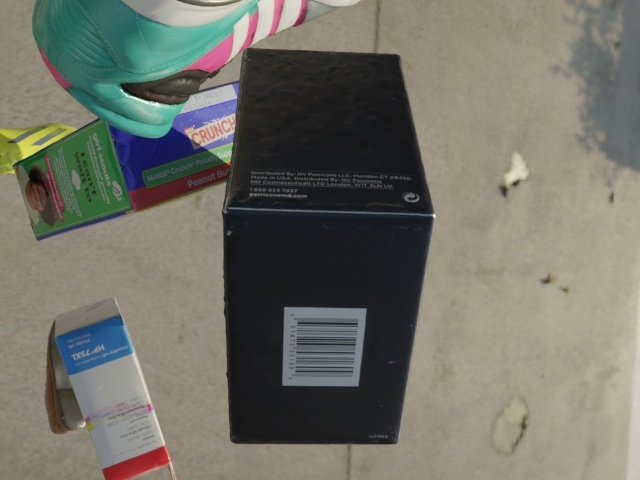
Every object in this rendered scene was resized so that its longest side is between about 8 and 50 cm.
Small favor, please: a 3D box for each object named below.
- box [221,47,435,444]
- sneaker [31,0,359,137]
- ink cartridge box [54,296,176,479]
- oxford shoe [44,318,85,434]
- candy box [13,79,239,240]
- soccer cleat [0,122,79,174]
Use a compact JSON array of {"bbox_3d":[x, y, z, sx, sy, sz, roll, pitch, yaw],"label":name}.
[{"bbox_3d":[0.000,0.000,0.848,0.294,0.182,0.296,-93,-174,-51],"label":"box"},{"bbox_3d":[-0.081,-0.158,0.575,0.295,0.178,0.124,-32,92,-53],"label":"sneaker"},{"bbox_3d":[-0.240,0.194,0.981,0.078,0.134,0.231,-18,100,-15],"label":"ink cartridge box"},{"bbox_3d":[-0.457,0.234,1.449,0.076,0.076,0.212,20,51,-44],"label":"oxford shoe"},{"bbox_3d":[-0.210,-0.105,1.076,0.268,0.317,0.122,-22,96,-37],"label":"candy box"},{"bbox_3d":[-0.468,-0.125,1.242,0.289,0.121,0.093,3,118,-28],"label":"soccer cleat"}]
